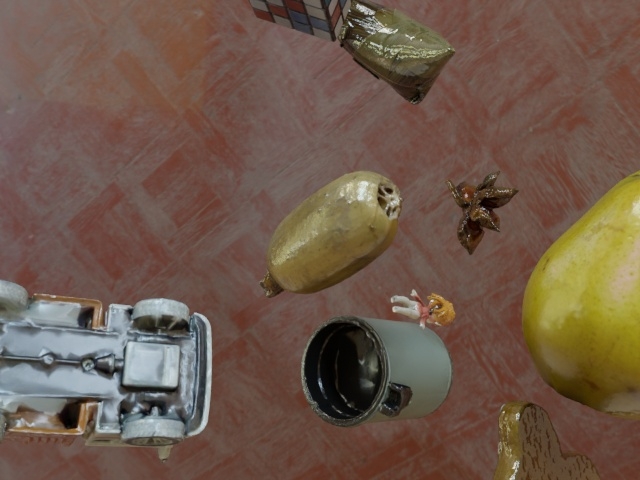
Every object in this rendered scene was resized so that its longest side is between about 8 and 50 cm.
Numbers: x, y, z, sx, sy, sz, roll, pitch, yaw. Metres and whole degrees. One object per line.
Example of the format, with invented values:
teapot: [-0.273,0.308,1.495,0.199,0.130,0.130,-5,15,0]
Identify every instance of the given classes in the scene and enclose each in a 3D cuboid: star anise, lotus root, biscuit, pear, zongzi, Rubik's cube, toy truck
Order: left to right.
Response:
toy truck: [-0.336,0.162,0.765,0.388,0.173,0.207,9,151,-21]
Rubik's cube: [-0.015,-0.264,0.630,0.092,0.092,0.092,21,85,11]
lotus root: [0.000,0.000,1.153,0.343,0.169,0.151,-33,115,33]
zongzi: [0.159,-0.462,1.446,0.289,0.317,0.154,34,87,-2]
star anise: [0.358,-0.065,1.498,0.111,0.212,0.196,0,100,-24]
biscuit: [0.242,0.430,0.852,0.064,0.432,0.283,-13,127,49]
pear: [0.411,0.066,0.867,0.285,0.285,0.336,3,81,14]

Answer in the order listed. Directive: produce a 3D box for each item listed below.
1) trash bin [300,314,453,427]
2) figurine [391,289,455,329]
trash bin: [0.121,0.274,1.373,0.277,0.263,0.217,29,100,39]
figurine: [0.151,0.101,0.948,0.109,0.064,0.047,14,143,-31]
